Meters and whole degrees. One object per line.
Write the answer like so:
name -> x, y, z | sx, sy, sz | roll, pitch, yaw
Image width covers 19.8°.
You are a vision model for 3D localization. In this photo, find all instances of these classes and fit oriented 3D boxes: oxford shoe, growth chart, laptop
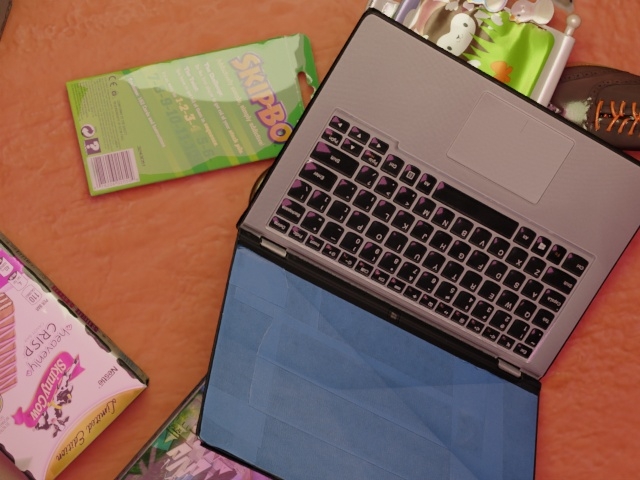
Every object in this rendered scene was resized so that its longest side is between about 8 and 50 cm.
oxford shoe -> 0.315, -0.137, 1.914 | 0.271, 0.098, 0.097 | 2, 94, -3
growth chart -> 0.142, -0.194, 1.915 | 0.237, 0.021, 0.172 | 15, 91, 14
laptop -> 0.123, 0.058, 1.791 | 0.382, 0.236, 0.408 | 27, 101, -20

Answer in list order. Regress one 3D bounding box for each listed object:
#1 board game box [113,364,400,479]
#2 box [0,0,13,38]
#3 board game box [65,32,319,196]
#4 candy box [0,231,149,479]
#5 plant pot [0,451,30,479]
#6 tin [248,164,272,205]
board game box -> -0.065, 0.316, 1.811 | 0.319, 0.066, 0.318 | 40, 92, -4
box -> -0.450, -0.285, 1.830 | 0.290, 0.169, 0.087 | 27, 49, -5
board game box -> -0.127, -0.133, 1.926 | 0.259, 0.039, 0.124 | -12, 95, 1
candy box -> -0.316, 0.123, 1.914 | 0.233, 0.071, 0.159 | 44, 90, -5
plant pot -> -0.456, 0.335, 1.852 | 0.256, 0.256, 0.274 | 38, 107, -4
tin -> 0.000, 0.000, 1.940 | 0.106, 0.040, 0.189 | -36, 95, 4
